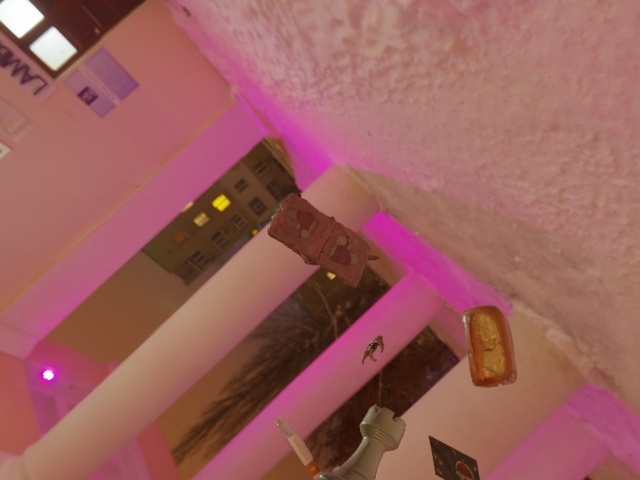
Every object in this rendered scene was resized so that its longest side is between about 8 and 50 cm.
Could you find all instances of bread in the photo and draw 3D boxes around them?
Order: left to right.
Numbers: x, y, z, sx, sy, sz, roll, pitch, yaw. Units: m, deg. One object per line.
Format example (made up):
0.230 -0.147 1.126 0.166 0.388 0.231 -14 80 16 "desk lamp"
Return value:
0.589 0.371 1.843 0.119 0.153 0.288 39 -138 -42 "bread"

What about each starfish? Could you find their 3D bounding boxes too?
0.119 0.241 1.178 0.028 0.078 0.091 42 153 2 "starfish"

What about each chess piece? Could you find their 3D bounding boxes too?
0.122 0.611 1.454 0.195 0.299 0.194 23 142 20 "chess piece"

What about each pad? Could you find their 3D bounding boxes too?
0.484 0.819 1.906 0.246 0.006 0.170 4 108 60 "pad"

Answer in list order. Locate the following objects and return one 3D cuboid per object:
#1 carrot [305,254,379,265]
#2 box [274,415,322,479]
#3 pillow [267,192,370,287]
0.068 0.056 1.711 0.049 0.255 0.049 -179 90 -77 "carrot"
-0.061 0.530 1.367 0.122 0.032 0.220 57 164 -1 "box"
0.000 0.000 1.224 0.248 0.135 0.049 33 151 -18 "pillow"
